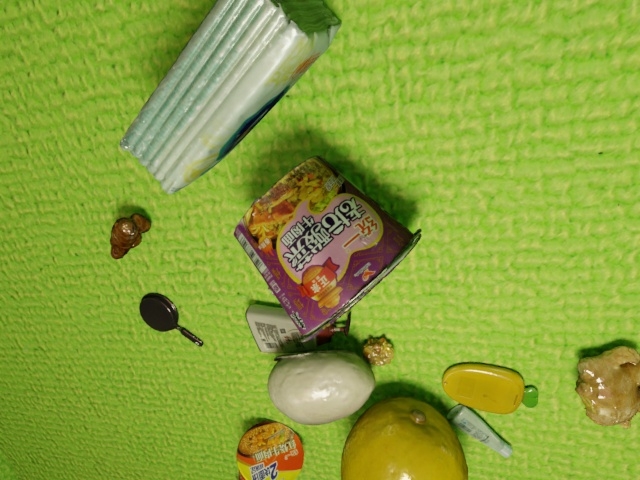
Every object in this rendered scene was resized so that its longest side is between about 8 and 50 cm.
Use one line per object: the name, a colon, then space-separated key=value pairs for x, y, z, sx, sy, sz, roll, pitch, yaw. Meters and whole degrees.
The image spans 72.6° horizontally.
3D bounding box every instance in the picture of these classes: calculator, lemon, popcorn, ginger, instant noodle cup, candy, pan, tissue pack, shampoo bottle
calculator: x=0.433 y=0.383 z=1.117 sx=0.235 sy=0.032 sz=0.146 roll=8 pitch=119 yaw=15
lemon: x=0.212 y=0.579 z=1.121 sx=0.348 sy=0.348 sz=0.347 roll=7 pitch=118 yaw=14
popcorn: x=0.153 y=0.290 z=1.143 sx=0.082 sy=0.057 sz=0.083 roll=22 pitch=118 yaw=4
ginger: x=-0.517 y=-0.022 z=1.171 sx=0.073 sy=0.103 sz=0.162 roll=44 pitch=130 yaw=-3
instant noodle cup: x=-0.172 y=0.718 z=1.394 sx=0.213 sy=0.213 sz=0.174 roll=22 pitch=130 yaw=6
candy: x=0.001 y=0.380 z=1.130 sx=0.296 sy=0.185 sz=0.295 roll=0 pitch=160 yaw=0
ginger: x=0.660 y=0.341 z=0.986 sx=0.157 sy=0.102 sz=0.216 roll=-25 pitch=105 yaw=2
pan: x=-0.457 y=0.254 z=1.332 sx=0.235 sy=0.028 sz=0.136 roll=40 pitch=121 yaw=-5
instant noodle cup: x=0.000 y=0.000 z=0.912 sx=0.266 sy=0.340 sz=0.340 roll=49 pitch=120 yaw=3
tissue pack: x=-0.162 y=-0.293 z=0.806 sx=0.162 sy=0.287 sz=0.388 roll=44 pitch=120 yaw=-12
shampoo bottle: x=-0.048 y=0.235 z=1.171 sx=0.284 sy=0.071 sz=0.153 roll=-6 pitch=118 yaw=17
shampoo bottle: x=0.437 y=0.520 z=1.181 sx=0.191 sy=0.041 sz=0.069 roll=37 pitch=116 yaw=-4
